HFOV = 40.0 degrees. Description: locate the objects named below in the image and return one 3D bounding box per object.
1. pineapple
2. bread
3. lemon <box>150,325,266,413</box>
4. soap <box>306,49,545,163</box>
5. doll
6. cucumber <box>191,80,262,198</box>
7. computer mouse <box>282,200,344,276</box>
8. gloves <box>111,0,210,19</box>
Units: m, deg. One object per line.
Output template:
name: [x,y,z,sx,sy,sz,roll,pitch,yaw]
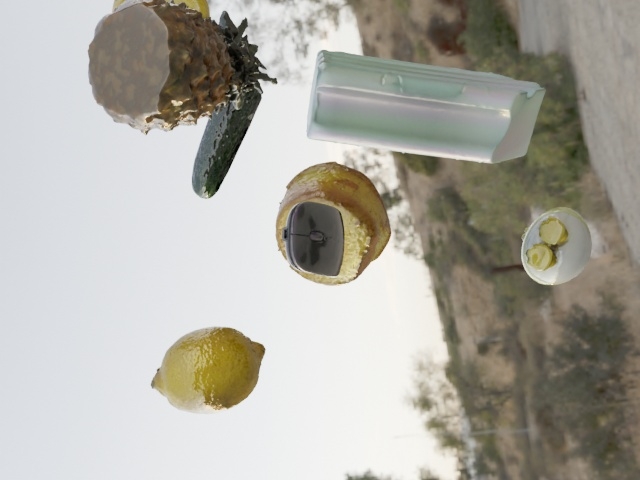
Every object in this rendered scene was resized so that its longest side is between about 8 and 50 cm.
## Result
pineapple: [-0.153,-0.222,1.150,0.340,0.169,0.169,-15,-85,-66]
bread: [0.019,-0.031,1.843,0.146,0.268,0.268,-64,-35,-53]
lemon: [-0.238,0.279,1.889,0.188,0.256,0.188,161,90,-85]
soap: [0.157,-0.201,1.326,0.208,0.346,0.115,-93,10,-70]
doll: [0.421,0.009,1.594,0.296,0.117,0.141,-7,-64,-80]
cucumber: [-0.173,-0.187,1.562,0.241,0.074,0.074,-65,-4,13]
computer mouse: [0.001,0.000,1.479,0.232,0.057,0.120,18,-107,-69]
gloves: [-0.246,-0.366,1.359,0.116,0.133,0.294,23,-144,-39]
